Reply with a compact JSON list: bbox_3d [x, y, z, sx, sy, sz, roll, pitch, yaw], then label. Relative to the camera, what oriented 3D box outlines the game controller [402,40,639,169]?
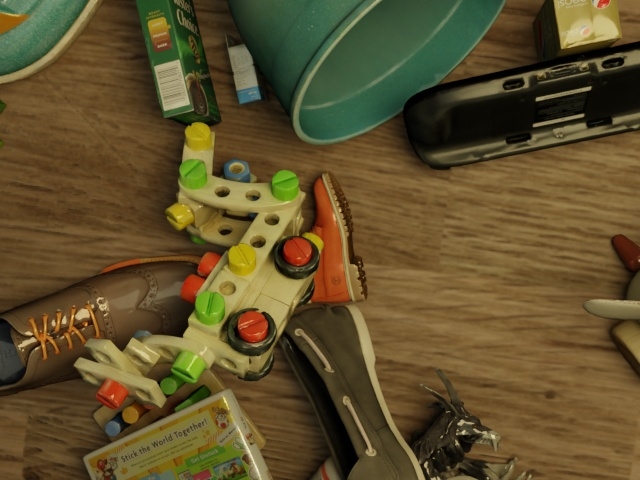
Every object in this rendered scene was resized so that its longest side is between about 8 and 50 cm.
[{"bbox_3d":[0.248,-0.146,0.892,0.319,0.166,0.067,-11,65,8],"label":"game controller"}]

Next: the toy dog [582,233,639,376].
[{"bbox_3d":[0.361,0.034,0.844,0.220,0.333,0.161,-33,72,-15],"label":"toy dog"}]

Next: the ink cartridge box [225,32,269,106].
[{"bbox_3d":[-0.085,-0.202,0.991,0.028,0.048,0.083,-11,94,9],"label":"ink cartridge box"}]

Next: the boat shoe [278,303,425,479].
[{"bbox_3d":[0.034,0.217,0.910,0.096,0.112,0.335,-7,53,-17],"label":"boat shoe"}]

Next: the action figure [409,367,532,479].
[{"bbox_3d":[0.169,0.285,0.949,0.141,0.164,0.275,3,105,20],"label":"action figure"}]

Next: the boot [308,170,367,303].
[{"bbox_3d":[0.000,0.000,0.995,0.085,0.059,0.157,-9,95,13],"label":"boot"}]

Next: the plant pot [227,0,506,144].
[{"bbox_3d":[0.013,-0.282,0.877,0.272,0.272,0.255,-39,74,9],"label":"plant pot"}]

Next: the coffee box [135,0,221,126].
[{"bbox_3d":[-0.165,-0.225,0.964,0.041,0.113,0.184,-14,88,9],"label":"coffee box"}]

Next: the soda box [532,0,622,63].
[{"bbox_3d":[0.261,-0.218,0.875,0.058,0.181,0.061,-9,93,9],"label":"soda box"}]

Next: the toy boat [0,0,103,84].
[{"bbox_3d":[-0.409,-0.335,0.972,0.318,0.148,0.267,40,97,3],"label":"toy boat"}]

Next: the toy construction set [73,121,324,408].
[{"bbox_3d":[-0.121,0.038,0.902,0.215,0.151,0.327,23,69,11],"label":"toy construction set"}]

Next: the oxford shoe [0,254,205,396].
[{"bbox_3d":[-0.290,0.114,1.001,0.364,0.133,0.129,-21,91,5],"label":"oxford shoe"}]

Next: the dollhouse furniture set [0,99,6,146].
[{"bbox_3d":[-0.452,-0.118,1.044,0.076,0.058,0.151,41,99,3],"label":"dollhouse furniture set"}]

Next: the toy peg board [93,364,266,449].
[{"bbox_3d":[-0.181,0.237,1.028,0.161,0.079,0.161,-37,89,9],"label":"toy peg board"}]

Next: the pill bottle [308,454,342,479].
[{"bbox_3d":[-0.008,0.370,0.993,0.124,0.124,0.221,38,100,3],"label":"pill bottle"}]

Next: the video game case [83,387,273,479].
[{"bbox_3d":[-0.150,0.304,0.972,0.227,0.026,0.206,-28,83,25],"label":"video game case"}]
